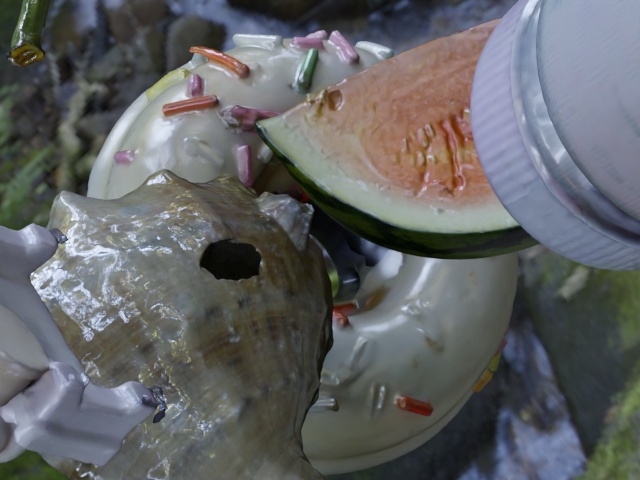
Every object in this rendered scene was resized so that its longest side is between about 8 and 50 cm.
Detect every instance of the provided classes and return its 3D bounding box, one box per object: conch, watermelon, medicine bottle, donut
[{"bbox_3d":[-0.096,0.053,0.888,0.324,0.263,0.186,30,114,54],"label":"conch"},{"bbox_3d":[0.125,-0.050,1.025,0.303,0.159,0.128,-19,31,-4],"label":"watermelon"},{"bbox_3d":[0.175,-0.081,0.614,0.165,0.273,0.165,2,80,-13],"label":"medicine bottle"},{"bbox_3d":[0.000,0.000,1.228,0.142,0.382,0.383,-39,27,63],"label":"donut"}]

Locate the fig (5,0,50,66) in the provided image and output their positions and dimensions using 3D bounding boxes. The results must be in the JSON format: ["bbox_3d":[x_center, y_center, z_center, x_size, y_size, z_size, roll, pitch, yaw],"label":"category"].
[{"bbox_3d":[-0.163,-0.222,0.832,0.149,0.245,0.149,-5,12,1],"label":"fig"}]

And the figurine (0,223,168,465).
[{"bbox_3d":[-0.201,0.114,0.694,0.182,0.144,0.257,44,106,13],"label":"figurine"}]
